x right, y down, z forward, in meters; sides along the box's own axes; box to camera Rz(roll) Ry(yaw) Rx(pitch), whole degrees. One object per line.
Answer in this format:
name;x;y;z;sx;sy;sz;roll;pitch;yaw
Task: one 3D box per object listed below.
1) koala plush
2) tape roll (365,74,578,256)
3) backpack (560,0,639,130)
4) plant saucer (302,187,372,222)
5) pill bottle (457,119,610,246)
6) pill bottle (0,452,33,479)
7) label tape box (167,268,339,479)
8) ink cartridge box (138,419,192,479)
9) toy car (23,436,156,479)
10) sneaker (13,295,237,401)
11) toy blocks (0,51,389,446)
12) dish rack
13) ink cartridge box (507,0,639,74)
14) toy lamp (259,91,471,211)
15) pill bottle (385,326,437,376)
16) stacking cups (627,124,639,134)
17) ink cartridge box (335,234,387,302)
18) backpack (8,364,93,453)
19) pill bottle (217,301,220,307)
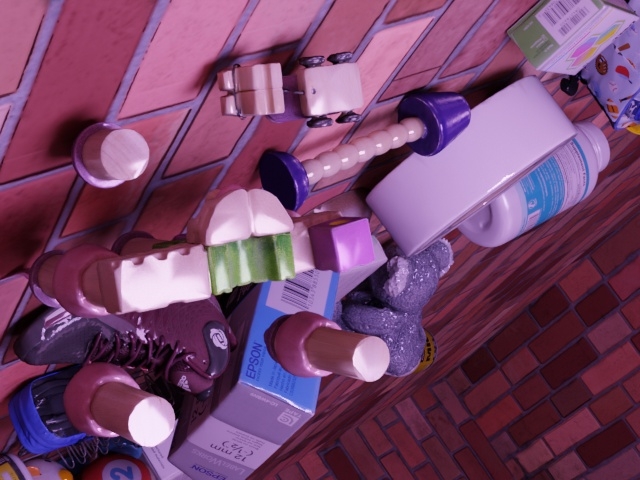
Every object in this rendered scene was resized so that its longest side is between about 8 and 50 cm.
koala plush;0.126;0.090;1.907;0.196;0.203;0.221;-16;145;-52
tape roll;0.200;-0.096;1.518;0.286;0.100;0.286;-36;175;-4
backpack;0.501;-0.270;1.523;0.277;0.213;0.263;-26;153;-18
plant saucer;0.000;0.000;1.594;0.199;0.036;0.198;-32;165;-10
pill bottle;0.329;-0.102;1.772;0.264;0.146;0.146;-26;164;-30
pill bottle;-0.495;0.382;1.593;0.184;0.103;0.103;-25;163;-33
label tape box;-0.113;0.188;1.537;0.347;0.115;0.249;-46;-156;44
ink cartridge box;-0.194;0.331;2.045;0.307;0.129;0.223;-28;164;-23
toy car;-0.396;0.391;1.753;0.210;0.219;0.238;-34;137;18
sneaker;-0.197;0.124;1.296;0.281;0.162;0.106;-19;159;-46
toy blocks;-0.125;0.001;1.060;0.289;0.308;0.260;-11;-171;-31
dish rack;-0.306;0.260;1.680;0.271;0.074;0.208;-15;156;-52
ink cartridge box;0.321;-0.262;1.400;0.109;0.062;0.209;-42;164;26
toy lamp;0.059;-0.109;1.293;0.275;0.080;0.080;-23;162;-31
pill bottle;0.198;0.266;2.726;0.119;0.119;0.208;-39;166;16
stacking cups;0.541;-0.257;1.843;0.096;0.096;0.316;-35;166;2
ink cartridge box;-0.022;0.075;1.748;0.181;0.056;0.225;-41;163;33
backpack;-0.336;0.223;1.445;0.101;0.098;0.120;-38;167;27
pill bottle;-0.173;0.098;1.508;0.083;0.043;0.043;-18;159;-49
